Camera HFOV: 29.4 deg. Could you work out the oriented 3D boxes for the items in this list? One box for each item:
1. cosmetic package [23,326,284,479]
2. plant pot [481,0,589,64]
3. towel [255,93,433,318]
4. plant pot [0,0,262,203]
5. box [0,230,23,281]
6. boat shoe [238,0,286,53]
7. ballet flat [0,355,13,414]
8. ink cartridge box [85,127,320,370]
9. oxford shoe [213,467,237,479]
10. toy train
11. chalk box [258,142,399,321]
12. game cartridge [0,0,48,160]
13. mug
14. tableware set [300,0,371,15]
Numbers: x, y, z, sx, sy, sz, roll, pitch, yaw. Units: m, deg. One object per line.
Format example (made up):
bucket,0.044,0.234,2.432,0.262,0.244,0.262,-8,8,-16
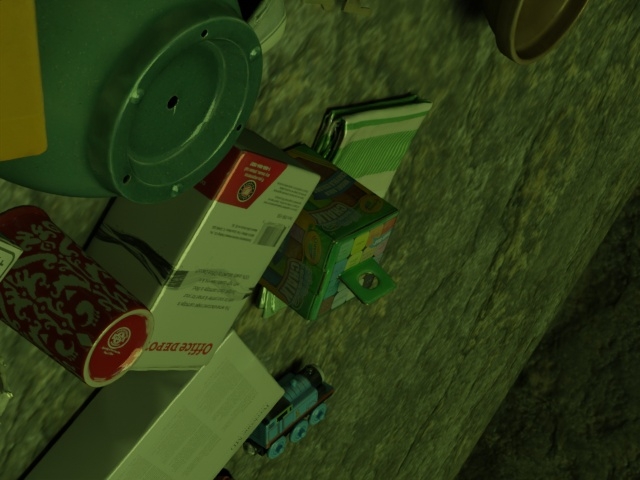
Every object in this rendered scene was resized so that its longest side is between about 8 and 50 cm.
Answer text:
cosmetic package,-0.227,0.280,1.604,0.377,0.097,0.284,-50,154,-11
plant pot,0.294,-0.372,1.693,0.237,0.110,0.237,-42,152,-28
towel,0.033,-0.051,1.723,0.248,0.038,0.324,-20,138,-53
plant pot,-0.174,-0.152,1.021,0.293,0.196,0.293,-42,153,-27
box,-0.388,0.069,0.950,0.290,0.169,0.087,-55,156,-2
boat shoe,-0.119,-0.196,1.222,0.227,0.079,0.081,-47,149,-30
ballet flat,-0.450,0.252,1.127,0.409,0.147,0.147,-41,153,-30
ink cartridge box,-0.147,0.004,1.370,0.272,0.114,0.197,-59,156,8
oxford shoe,-0.167,0.404,1.766,0.348,0.123,0.130,-175,-79,-81
toy train,-0.054,0.265,1.927,0.184,0.080,0.105,-35,143,-37
chalk box,0.000,0.000,1.511,0.132,0.213,0.132,-27,144,-46
game cartridge,-0.318,-0.136,0.742,0.285,0.052,0.323,-11,151,-16
mug,-0.240,0.052,1.195,0.150,0.169,0.113,-23,141,-49
tableware set,0.021,-0.320,1.354,0.194,0.039,0.128,-10,119,-65
